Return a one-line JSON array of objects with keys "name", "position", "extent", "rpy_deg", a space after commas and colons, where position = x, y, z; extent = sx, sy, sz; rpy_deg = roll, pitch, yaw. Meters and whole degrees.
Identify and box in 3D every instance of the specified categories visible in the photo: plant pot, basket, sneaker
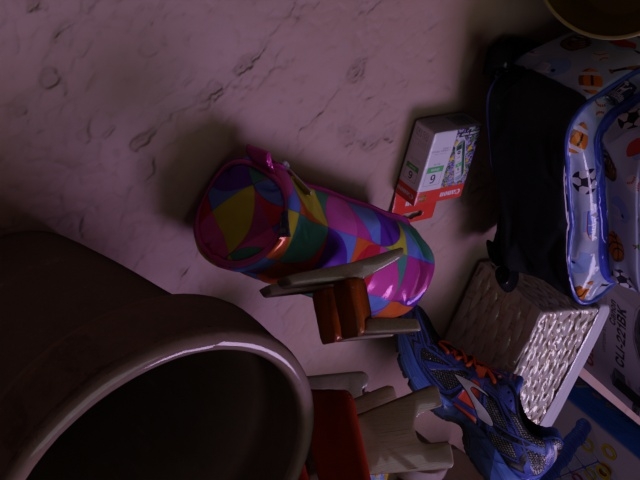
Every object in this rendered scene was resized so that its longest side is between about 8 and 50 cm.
[{"name": "plant pot", "position": [-0.173, 0.112, 0.990], "extent": [0.263, 0.229, 0.263], "rpy_deg": [-27, 138, -27]}, {"name": "plant pot", "position": [0.259, -0.236, 1.222], "extent": [0.134, 0.134, 0.095], "rpy_deg": [-56, 168, 9]}, {"name": "basket", "position": [0.202, 0.109, 1.461], "extent": [0.103, 0.113, 0.167], "rpy_deg": [-2, 123, -42]}, {"name": "sneaker", "position": [0.155, 0.146, 1.384], "extent": [0.087, 0.221, 0.083], "rpy_deg": [-39, -178, 17]}]

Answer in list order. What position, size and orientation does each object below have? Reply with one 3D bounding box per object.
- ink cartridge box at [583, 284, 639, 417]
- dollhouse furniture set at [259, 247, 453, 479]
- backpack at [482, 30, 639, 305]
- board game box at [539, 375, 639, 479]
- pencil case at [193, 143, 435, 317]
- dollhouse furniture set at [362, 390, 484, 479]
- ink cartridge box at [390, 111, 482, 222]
[{"name": "ink cartridge box", "position": [0.410, 0.126, 1.555], "extent": [0.114, 0.273, 0.197], "rpy_deg": [-31, 139, -17]}, {"name": "dollhouse furniture set", "position": [0.001, 0.157, 1.099], "extent": [0.135, 0.262, 0.259], "rpy_deg": [-11, 176, -13]}, {"name": "backpack", "position": [0.294, -0.093, 1.314], "extent": [0.263, 0.213, 0.276], "rpy_deg": [-39, 140, -32]}, {"name": "board game box", "position": [0.289, 0.349, 1.596], "extent": [0.086, 0.308, 0.301], "rpy_deg": [6, 116, -46]}, {"name": "pencil case", "position": [0.000, 0.000, 1.179], "extent": [0.104, 0.104, 0.236], "rpy_deg": [-56, 144, 9]}, {"name": "dollhouse furniture set", "position": [0.066, 0.367, 1.412], "extent": [0.394, 0.256, 0.362], "rpy_deg": [-3, 119, -44]}, {"name": "ink cartridge box", "position": [0.104, -0.058, 1.285], "extent": [0.063, 0.029, 0.115], "rpy_deg": [-13, 129, -39]}]
